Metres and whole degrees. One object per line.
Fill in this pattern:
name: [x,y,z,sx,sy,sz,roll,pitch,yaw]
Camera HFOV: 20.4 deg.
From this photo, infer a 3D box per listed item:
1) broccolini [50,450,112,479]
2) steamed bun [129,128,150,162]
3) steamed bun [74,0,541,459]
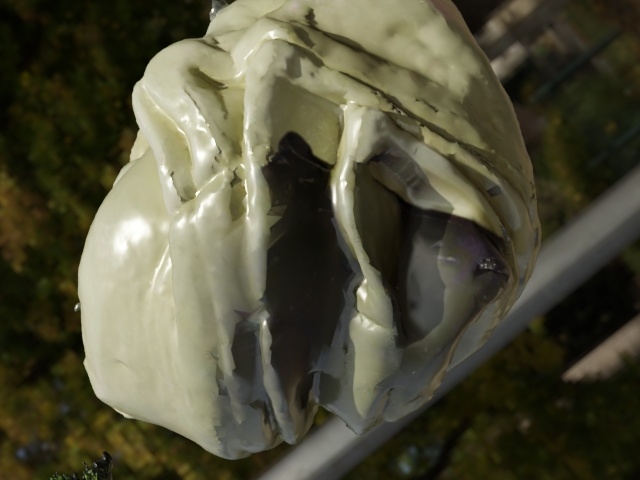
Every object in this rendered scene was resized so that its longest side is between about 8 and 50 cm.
broccolini: [-0.125,0.278,1.286,0.271,0.123,0.062,48,148,18]
steamed bun: [-0.086,0.024,1.657,0.372,0.230,0.325,-160,52,-75]
steamed bun: [0.000,0.000,1.088,0.275,0.320,0.206,17,-160,-28]
